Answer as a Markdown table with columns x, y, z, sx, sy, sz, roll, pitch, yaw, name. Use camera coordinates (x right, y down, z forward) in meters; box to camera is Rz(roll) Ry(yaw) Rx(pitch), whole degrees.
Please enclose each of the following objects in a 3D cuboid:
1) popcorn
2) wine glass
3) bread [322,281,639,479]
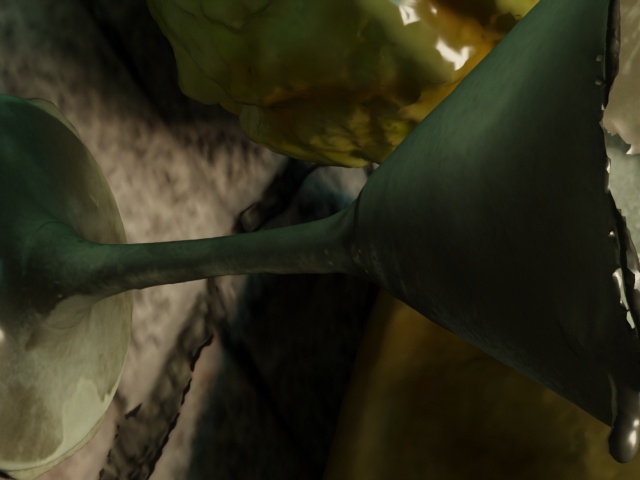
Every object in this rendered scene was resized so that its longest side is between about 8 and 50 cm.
| x | y | z | sx | sy | sz | roll | pitch | yaw | name |
| --- | --- | --- | --- | --- | --- | --- | --- | --- | --- |
| 0.015 | -0.122 | 0.558 | 0.198 | 0.198 | 0.212 | -10 | 70 | -58 | popcorn |
| 0.000 | 0.000 | 0.442 | 0.156 | 0.232 | 0.156 | 18 | 69 | -57 | wine glass |
| 0.097 | 0.092 | 0.589 | 0.196 | 0.239 | 0.252 | 46 | 56 | -44 | bread |
